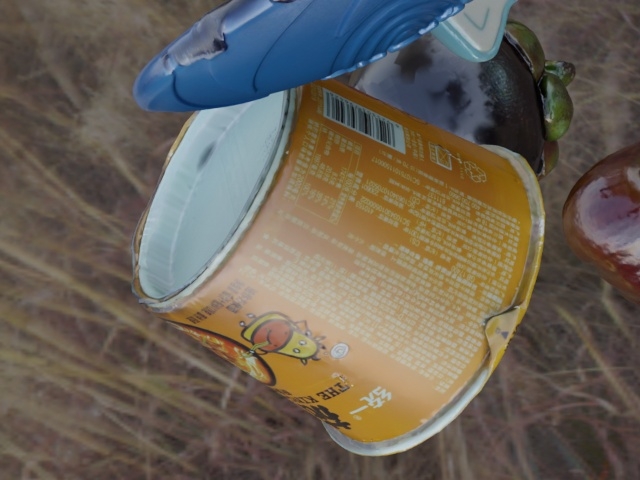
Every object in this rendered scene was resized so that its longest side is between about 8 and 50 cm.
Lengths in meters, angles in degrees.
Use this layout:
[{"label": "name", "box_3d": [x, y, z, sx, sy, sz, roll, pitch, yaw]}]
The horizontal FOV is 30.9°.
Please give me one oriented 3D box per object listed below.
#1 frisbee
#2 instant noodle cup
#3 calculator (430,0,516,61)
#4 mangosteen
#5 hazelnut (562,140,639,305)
[{"label": "frisbee", "box_3d": [0.032, -0.107, 0.501, 0.242, 0.242, 0.045, -25, 96, 34]}, {"label": "instant noodle cup", "box_3d": [0.000, 0.000, 0.695, 0.216, 0.172, 0.216, -41, 33, 34]}, {"label": "calculator", "box_3d": [0.077, -0.334, 0.819, 0.386, 0.256, 0.054, 60, 157, -12]}, {"label": "mangosteen", "box_3d": [0.181, -0.175, 1.559, 0.300, 0.300, 0.300, -6, 80, 38]}, {"label": "hazelnut", "box_3d": [0.344, -0.018, 1.187, 0.178, 0.204, 0.178, -14, 73, 56]}]
